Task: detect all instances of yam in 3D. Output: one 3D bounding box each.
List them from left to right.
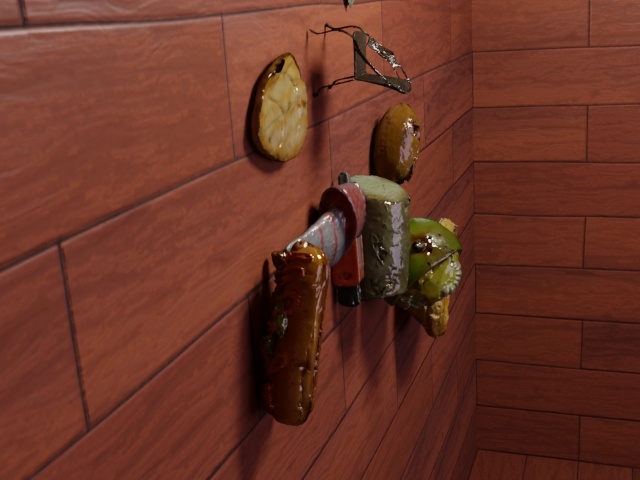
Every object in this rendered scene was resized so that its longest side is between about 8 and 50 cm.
[{"bbox_3d":[0.139,-0.005,2.032,0.168,0.167,0.305,-21,114,-69],"label":"yam"}]

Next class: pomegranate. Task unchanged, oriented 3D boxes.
[{"bbox_3d":[0.249,0.074,2.258,0.341,0.260,0.261,126,-24,-66],"label":"pomegranate"}]

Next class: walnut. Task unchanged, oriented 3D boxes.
[{"bbox_3d":[0.206,-0.258,2.241,0.137,0.137,0.245,30,73,-68],"label":"walnut"}]

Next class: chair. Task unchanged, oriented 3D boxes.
[{"bbox_3d":[0.093,-0.386,1.789,0.174,0.213,0.149,-46,140,-64],"label":"chair"}]

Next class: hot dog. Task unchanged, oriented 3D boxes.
[{"bbox_3d":[-0.058,0.173,1.554,0.158,0.117,0.349,-133,-131,-79],"label":"hot dog"}]

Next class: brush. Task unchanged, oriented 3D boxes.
[{"bbox_3d":[0.059,0.000,1.943,0.051,0.070,0.324,-27,114,-69],"label":"brush"}]

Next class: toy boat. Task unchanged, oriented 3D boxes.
[{"bbox_3d":[0.000,0.000,1.773,0.282,0.096,0.206,-43,147,-51],"label":"toy boat"}]

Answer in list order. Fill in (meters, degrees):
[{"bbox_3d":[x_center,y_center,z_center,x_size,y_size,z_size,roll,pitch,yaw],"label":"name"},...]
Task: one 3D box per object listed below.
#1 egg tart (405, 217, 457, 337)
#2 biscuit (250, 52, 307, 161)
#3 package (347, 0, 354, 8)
[{"bbox_3d":[0.340,0.113,2.596,0.388,0.168,0.388,4,90,-74],"label":"egg tart"},{"bbox_3d":[-0.077,-0.248,1.578,0.260,0.041,0.203,-57,147,-54],"label":"biscuit"},{"bbox_3d":[0.078,-0.606,2.004,0.037,0.015,0.110,64,32,-43],"label":"package"}]
